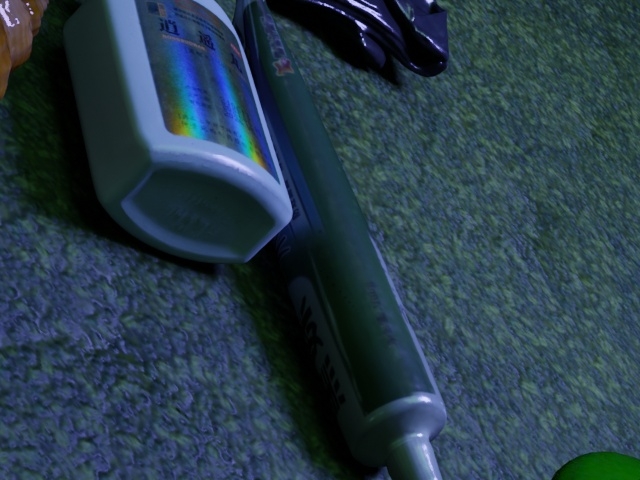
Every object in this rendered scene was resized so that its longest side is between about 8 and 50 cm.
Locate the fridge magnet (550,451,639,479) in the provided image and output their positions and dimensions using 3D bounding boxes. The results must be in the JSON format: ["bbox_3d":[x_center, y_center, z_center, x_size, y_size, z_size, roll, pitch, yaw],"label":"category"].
[{"bbox_3d":[0.210,0.219,1.167,0.208,0.088,0.208,33,30,-22],"label":"fridge magnet"}]

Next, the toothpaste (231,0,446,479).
[{"bbox_3d":[0.000,0.000,1.197,0.061,0.098,0.392,-8,54,-20],"label":"toothpaste"}]

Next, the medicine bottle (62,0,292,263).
[{"bbox_3d":[-0.095,-0.096,1.190,0.121,0.083,0.229,24,33,-37],"label":"medicine bottle"}]

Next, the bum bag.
[{"bbox_3d":[-0.005,-0.210,1.486,0.248,0.060,0.123,25,35,-31],"label":"bum bag"}]

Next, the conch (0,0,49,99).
[{"bbox_3d":[-0.241,-0.098,0.989,0.109,0.093,0.330,56,30,6],"label":"conch"}]
